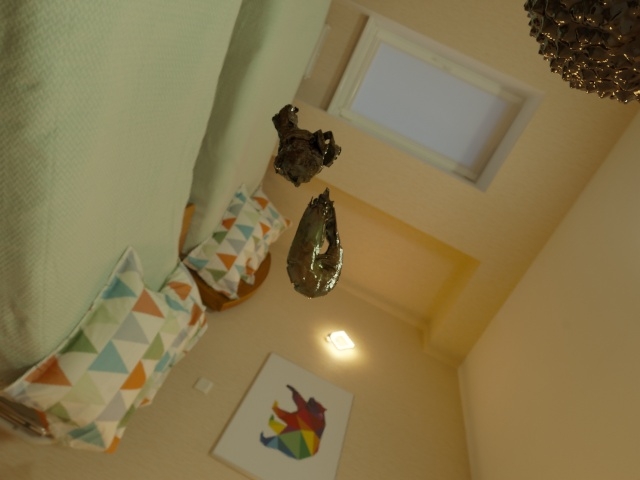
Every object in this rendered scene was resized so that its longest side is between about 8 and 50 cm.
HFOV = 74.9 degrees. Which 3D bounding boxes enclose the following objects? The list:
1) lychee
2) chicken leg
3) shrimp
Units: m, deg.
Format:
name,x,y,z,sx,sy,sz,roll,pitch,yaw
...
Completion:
name,x,y,z,sx,sy,sz,roll,pitch,yaw
lychee,0.364,-0.285,0.454,0.267,0.267,0.267,-62,177,-6
chicken leg,-0.046,-0.174,0.786,0.125,0.080,0.196,-52,-137,10
shrimp,0.000,0.000,0.943,0.061,0.145,0.267,-26,-129,51
